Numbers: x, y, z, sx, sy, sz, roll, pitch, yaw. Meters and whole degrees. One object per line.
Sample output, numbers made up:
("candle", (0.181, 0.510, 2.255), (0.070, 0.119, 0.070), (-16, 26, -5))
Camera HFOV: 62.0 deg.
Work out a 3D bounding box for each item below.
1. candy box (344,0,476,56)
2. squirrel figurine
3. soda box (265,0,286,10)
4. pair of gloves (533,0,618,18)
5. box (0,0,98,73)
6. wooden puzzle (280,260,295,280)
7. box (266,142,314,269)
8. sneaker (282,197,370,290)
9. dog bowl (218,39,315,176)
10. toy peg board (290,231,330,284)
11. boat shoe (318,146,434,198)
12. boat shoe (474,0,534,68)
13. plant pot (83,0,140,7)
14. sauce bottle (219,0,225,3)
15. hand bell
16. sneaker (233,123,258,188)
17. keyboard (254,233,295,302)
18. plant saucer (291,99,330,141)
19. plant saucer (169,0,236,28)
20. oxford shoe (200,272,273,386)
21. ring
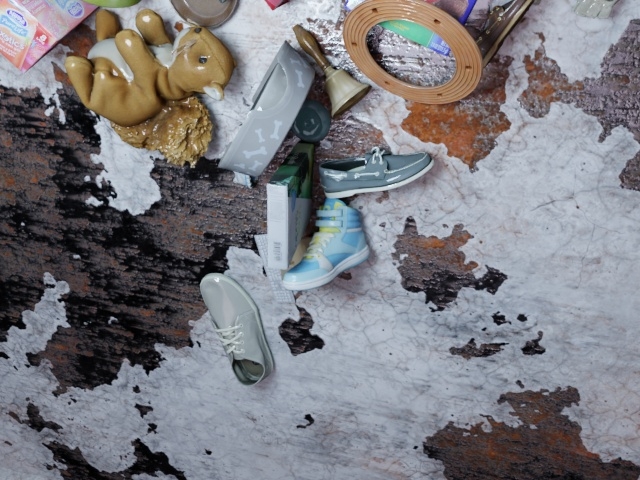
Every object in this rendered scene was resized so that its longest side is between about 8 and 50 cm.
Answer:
("candy box", (0.240, -0.616, 1.171), (0.268, 0.122, 0.317), (25, 121, 0))
("squirrel figurine", (-0.401, -0.404, 1.419), (0.370, 0.281, 0.397), (-3, 131, 5))
("soda box", (-0.155, -0.685, 1.254), (0.083, 0.092, 0.263), (-29, 106, 42))
("pair of gloves", (0.555, -0.599, 1.141), (0.240, 0.042, 0.204), (19, 126, 11))
("box", (-0.692, -0.573, 1.336), (0.154, 0.300, 0.142), (-27, 124, 25))
("wooden puzzle", (-0.094, 0.101, 1.648), (0.078, 0.014, 0.116), (18, 128, 27))
("box", (-0.075, -0.102, 1.418), (0.058, 0.322, 0.232), (6, 119, 7))
("sneaker", (0.000, 0.000, 1.484), (0.127, 0.319, 0.208), (5, 113, 43))
("dog bowl", (-0.130, -0.313, 1.321), (0.102, 0.349, 0.349), (28, 122, -15))
("toy peg board", (-0.044, 0.051, 1.644), (0.161, 0.079, 0.161), (-5, 116, 35))
("boat shoe", (0.141, -0.195, 1.429), (0.319, 0.116, 0.099), (-11, 118, 26))
("boat shoe", (0.406, -0.493, 1.210), (0.073, 0.073, 0.207), (42, 130, 7))
("plant pot", (-0.489, -0.746, 1.198), (0.366, 0.366, 0.353), (33, 132, -3))
("sauce bottle", (-0.272, -0.644, 1.302), (0.042, 0.042, 0.128), (-30, 104, 27))
("hand bell", (0.008, -0.446, 1.355), (0.126, 0.126, 0.242), (-38, 90, 29))
("sneaker", (-0.234, -0.242, 1.534), (0.083, 0.071, 0.190), (10, 119, 17))
("keyboard", (-0.146, 0.094, 1.719), (0.072, 0.014, 0.256), (-7, 115, 19))
("plant saucer", (-0.032, -0.324, 1.460), (0.119, 0.021, 0.119), (7, 119, 12))
("plant saucer", (-0.297, -0.647, 1.353), (0.199, 0.036, 0.198), (7, 119, 13))
("oxford shoe", (-0.285, 0.314, 1.811), (0.169, 0.130, 0.449), (-11, 113, 22))
("ring", (0.209, -0.431, 1.219), (0.337, 0.032, 0.336), (24, 165, 7))
